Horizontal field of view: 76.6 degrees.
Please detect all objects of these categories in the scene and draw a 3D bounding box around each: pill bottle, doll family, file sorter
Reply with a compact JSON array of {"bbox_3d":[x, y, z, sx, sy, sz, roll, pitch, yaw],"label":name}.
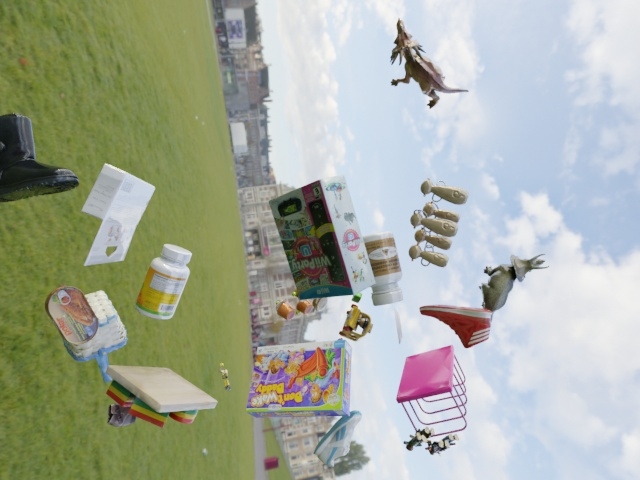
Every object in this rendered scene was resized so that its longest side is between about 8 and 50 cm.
[{"bbox_3d":[0.200,0.093,1.339,0.131,0.131,0.229,139,-61,-79],"label":"pill bottle"},{"bbox_3d":[-0.552,0.143,1.447,0.136,0.136,0.245,-146,-102,-77],"label":"pill bottle"},{"bbox_3d":[0.371,0.679,1.363,0.076,0.193,0.111,-74,-175,-51],"label":"doll family"},{"bbox_3d":[0.437,0.568,1.537,0.182,0.202,0.291,63,24,-6],"label":"file sorter"}]

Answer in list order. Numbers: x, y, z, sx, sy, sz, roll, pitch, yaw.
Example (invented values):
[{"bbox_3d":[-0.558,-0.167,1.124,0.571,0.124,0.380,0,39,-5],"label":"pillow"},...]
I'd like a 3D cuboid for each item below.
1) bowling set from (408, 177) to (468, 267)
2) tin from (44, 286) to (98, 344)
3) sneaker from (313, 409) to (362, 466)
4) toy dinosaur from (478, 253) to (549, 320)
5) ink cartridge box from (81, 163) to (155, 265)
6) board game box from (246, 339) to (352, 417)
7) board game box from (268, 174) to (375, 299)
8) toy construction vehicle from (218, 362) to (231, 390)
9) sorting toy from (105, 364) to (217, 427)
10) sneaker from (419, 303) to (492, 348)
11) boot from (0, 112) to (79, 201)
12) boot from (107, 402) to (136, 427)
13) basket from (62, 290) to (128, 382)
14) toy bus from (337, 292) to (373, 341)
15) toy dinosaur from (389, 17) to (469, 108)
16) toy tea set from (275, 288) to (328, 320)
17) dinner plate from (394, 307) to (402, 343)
[{"bbox_3d":[0.379,-0.044,1.376,0.200,0.154,0.287,44,65,-75],"label":"bowling set"},{"bbox_3d":[-0.759,0.229,1.238,0.106,0.040,0.189,-45,125,-52],"label":"tin"},{"bbox_3d":[0.081,0.733,1.512,0.092,0.228,0.087,43,0,8],"label":"sneaker"},{"bbox_3d":[0.561,0.153,1.288,0.121,0.313,0.160,39,2,13],"label":"toy dinosaur"},{"bbox_3d":[-0.590,-0.066,1.162,0.296,0.066,0.261,177,-64,-82],"label":"ink cartridge box"},{"bbox_3d":[-0.069,0.479,1.402,0.078,0.347,0.233,57,30,-46],"label":"board game box"},{"bbox_3d":[0.000,0.000,1.109,0.224,0.098,0.303,-15,-86,47],"label":"board game box"},{"bbox_3d":[-0.426,0.606,1.799,0.086,0.035,0.098,-129,-148,-57],"label":"toy construction vehicle"},{"bbox_3d":[-0.507,0.492,1.273,0.089,0.256,0.257,-66,151,-9],"label":"sorting toy"},{"bbox_3d":[0.411,0.267,1.255,0.221,0.087,0.128,-1,-95,38],"label":"sneaker"},{"bbox_3d":[-0.728,-0.215,1.002,0.094,0.247,0.207,6,76,-78],"label":"boot"},{"bbox_3d":[-0.626,0.530,1.287,0.087,0.042,0.118,30,37,-41],"label":"boot"},{"bbox_3d":[-0.845,0.355,1.519,0.255,0.201,0.288,32,-49,42],"label":"basket"},{"bbox_3d":[0.138,0.307,1.491,0.202,0.104,0.190,-61,172,-68],"label":"toy bus"},{"bbox_3d":[0.321,-0.534,1.273,0.296,0.127,0.200,41,5,12],"label":"toy dinosaur"},{"bbox_3d":[-0.087,0.261,1.964,0.124,0.336,0.200,32,-65,32],"label":"toy tea set"},{"bbox_3d":[0.301,0.328,1.562,0.141,0.017,0.141,-10,90,-79],"label":"dinner plate"}]
